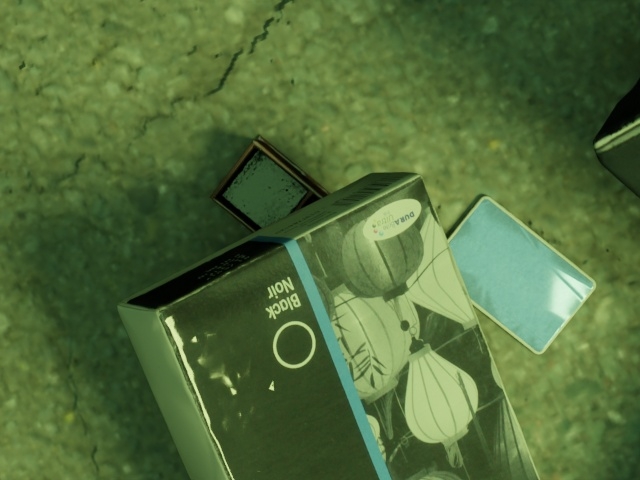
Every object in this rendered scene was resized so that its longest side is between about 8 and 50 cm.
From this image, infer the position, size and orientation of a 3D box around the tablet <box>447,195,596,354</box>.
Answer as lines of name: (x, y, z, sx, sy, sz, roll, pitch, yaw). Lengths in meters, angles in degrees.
tablet: (0.109, 0.020, 1.036, 0.083, 0.006, 0.054, 38, 94, -1)

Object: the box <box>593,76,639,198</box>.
box: (0.379, -0.051, 0.831, 0.395, 0.212, 0.293, 40, 62, -10)

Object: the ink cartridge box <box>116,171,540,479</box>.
ink cartridge box: (0.034, 0.147, 0.951, 0.165, 0.065, 0.332, -29, 105, -24)

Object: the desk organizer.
desk organizer: (0.000, 0.000, 1.017, 0.130, 0.050, 0.047, 39, 94, 0)
